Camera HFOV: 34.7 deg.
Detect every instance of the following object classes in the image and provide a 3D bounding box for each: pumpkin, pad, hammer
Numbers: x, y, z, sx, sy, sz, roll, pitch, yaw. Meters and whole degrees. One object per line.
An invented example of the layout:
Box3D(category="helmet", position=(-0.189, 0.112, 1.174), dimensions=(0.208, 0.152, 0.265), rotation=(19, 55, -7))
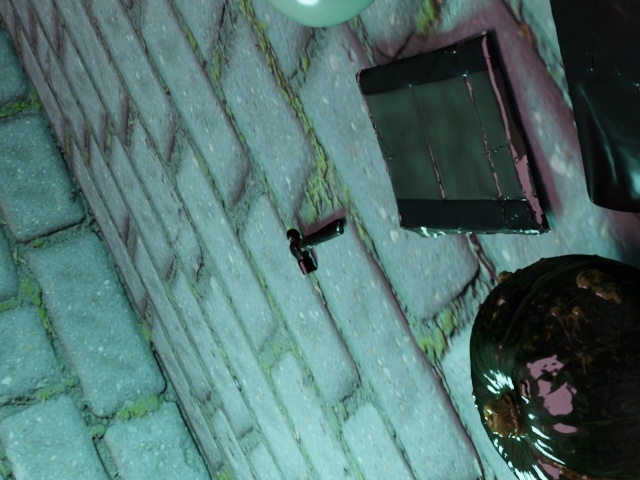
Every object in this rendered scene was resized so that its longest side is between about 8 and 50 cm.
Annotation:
Box3D(category="pumpkin", position=(0.185, 0.101, 0.728), dimensions=(0.190, 0.146, 0.190), rotation=(-179, 90, -65))
Box3D(category="pad", position=(0.110, -0.085, 0.905), dimensions=(0.233, 0.022, 0.174), rotation=(-2, 109, 67))
Box3D(category="hammer", position=(0.000, 0.000, 1.269), dimensions=(0.065, 0.021, 0.178), rotation=(66, 157, 2))

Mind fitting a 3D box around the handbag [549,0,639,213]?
Box3D(category="handbag", position=(0.211, -0.113, 0.539), dimensions=(0.223, 0.080, 0.247), rotation=(20, 130, 63))

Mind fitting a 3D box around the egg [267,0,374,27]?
Box3D(category="egg", position=(-0.001, -0.262, 0.810), dimensions=(0.151, 0.151, 0.209), rotation=(54, 156, 33))
